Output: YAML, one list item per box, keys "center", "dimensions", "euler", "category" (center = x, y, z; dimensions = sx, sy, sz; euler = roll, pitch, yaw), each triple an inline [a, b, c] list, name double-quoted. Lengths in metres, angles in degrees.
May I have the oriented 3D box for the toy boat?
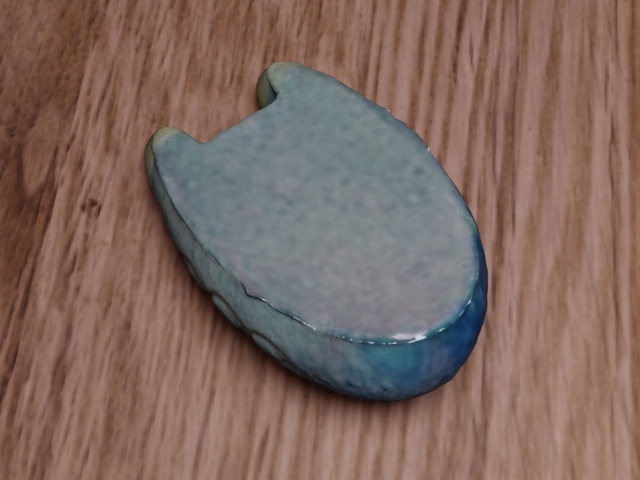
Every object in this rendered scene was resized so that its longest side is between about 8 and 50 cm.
- center: [0.000, 0.000, 0.893]
  dimensions: [0.215, 0.123, 0.330]
  euler: [-34, 60, -23]
  category: "toy boat"
